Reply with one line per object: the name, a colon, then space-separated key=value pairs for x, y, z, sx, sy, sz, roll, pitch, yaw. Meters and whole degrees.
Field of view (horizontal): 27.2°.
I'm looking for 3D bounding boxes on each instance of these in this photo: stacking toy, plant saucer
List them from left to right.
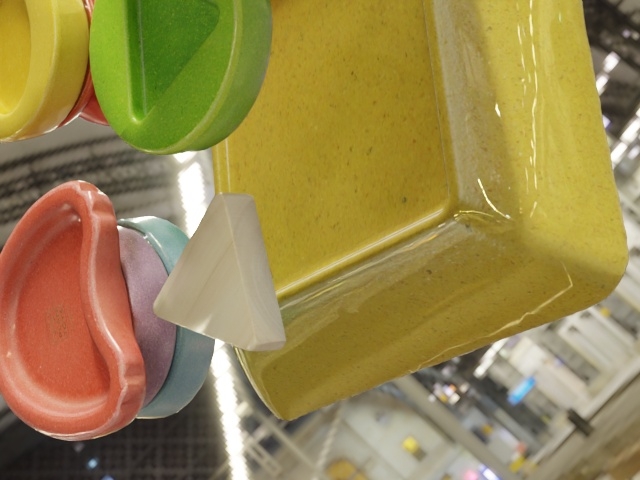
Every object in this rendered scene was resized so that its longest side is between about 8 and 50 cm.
stacking toy: x=-0.090 y=-0.041 z=0.808 sx=0.279 sy=0.308 sz=0.130 roll=-12 pitch=-9 yaw=44
plant saucer: x=0.025 y=-0.079 z=0.873 sx=0.081 sy=0.332 sz=0.333 roll=11 pitch=-26 yaw=-38
